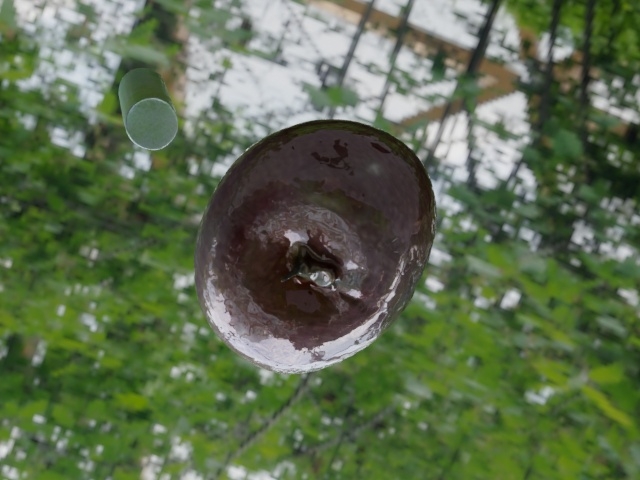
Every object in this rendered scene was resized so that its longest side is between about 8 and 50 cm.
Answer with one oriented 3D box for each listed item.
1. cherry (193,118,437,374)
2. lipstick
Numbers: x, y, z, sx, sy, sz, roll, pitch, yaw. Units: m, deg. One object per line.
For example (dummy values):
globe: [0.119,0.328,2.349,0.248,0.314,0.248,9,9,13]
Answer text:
cherry: [0.000,0.000,1.353,0.221,0.261,0.307,39,-166,9]
lipstick: [-0.243,-0.189,1.900,0.076,0.076,0.304,18,-170,-13]
